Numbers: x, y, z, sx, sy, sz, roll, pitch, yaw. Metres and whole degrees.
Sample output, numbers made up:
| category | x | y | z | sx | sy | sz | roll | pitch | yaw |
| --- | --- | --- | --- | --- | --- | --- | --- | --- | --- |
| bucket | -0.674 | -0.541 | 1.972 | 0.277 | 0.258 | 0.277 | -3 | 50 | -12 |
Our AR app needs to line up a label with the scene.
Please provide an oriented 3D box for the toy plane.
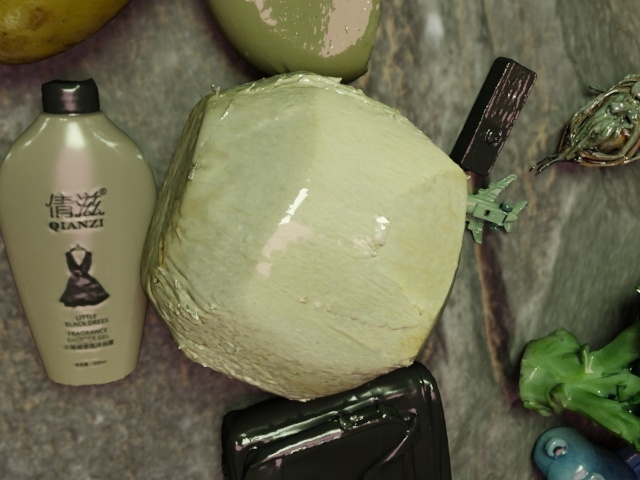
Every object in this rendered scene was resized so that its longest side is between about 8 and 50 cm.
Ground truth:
| category | x | y | z | sx | sy | sz | roll | pitch | yaw |
| --- | --- | --- | --- | --- | --- | --- | --- | --- | --- |
| toy plane | 0.164 | -0.031 | 0.713 | 0.083 | 0.033 | 0.080 | 13 | 120 | -18 |

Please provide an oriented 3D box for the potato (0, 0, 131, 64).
| category | x | y | z | sx | sy | sz | roll | pitch | yaw |
| --- | --- | --- | --- | --- | --- | --- | --- | --- | --- |
| potato | -0.160 | -0.279 | 0.469 | 0.195 | 0.176 | 0.369 | 27 | 106 | -27 |

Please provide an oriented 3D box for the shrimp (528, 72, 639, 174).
| category | x | y | z | sx | sy | sz | roll | pitch | yaw |
| --- | --- | --- | --- | --- | --- | --- | --- | --- | --- |
| shrimp | 0.288 | -0.115 | 0.699 | 0.190 | 0.075 | 0.073 | -27 | 146 | 7 |

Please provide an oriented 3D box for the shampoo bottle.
| category | x | y | z | sx | sy | sz | roll | pitch | yaw |
| --- | --- | --- | --- | --- | --- | --- | --- | --- | --- |
| shampoo bottle | -0.199 | -0.006 | 0.602 | 0.127 | 0.078 | 0.257 | -4 | 109 | -13 |

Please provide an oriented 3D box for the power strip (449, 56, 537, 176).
| category | x | y | z | sx | sy | sz | roll | pitch | yaw |
| --- | --- | --- | --- | --- | --- | --- | --- | --- | --- |
| power strip | 0.163 | -0.116 | 0.684 | 0.037 | 0.029 | 0.111 | 19 | 103 | -20 |

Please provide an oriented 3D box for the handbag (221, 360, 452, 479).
| category | x | y | z | sx | sy | sz | roll | pitch | yaw |
| --- | --- | --- | --- | --- | --- | --- | --- | --- | --- |
| handbag | 0.029 | 0.274 | 0.764 | 0.244 | 0.088 | 0.275 | -14 | 111 | -14 |

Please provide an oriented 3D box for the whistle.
| category | x | y | z | sx | sy | sz | roll | pitch | yaw |
| --- | --- | --- | --- | --- | --- | --- | --- | --- | --- |
| whistle | 0.338 | 0.309 | 0.859 | 0.180 | 0.093 | 0.269 | -41 | 120 | 3 |

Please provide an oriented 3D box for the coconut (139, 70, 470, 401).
| category | x | y | z | sx | sy | sz | roll | pitch | yaw |
| --- | --- | --- | --- | --- | --- | --- | --- | --- | --- |
| coconut | 0.000 | 0.000 | 0.563 | 0.247 | 0.245 | 0.245 | 19 | 104 | -19 |

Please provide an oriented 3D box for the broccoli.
| category | x | y | z | sx | sy | sz | roll | pitch | yaw |
| --- | --- | --- | --- | --- | --- | --- | --- | --- | --- |
| broccoli | 0.344 | 0.147 | 0.731 | 0.270 | 0.270 | 0.270 | -2 | 115 | 24 |

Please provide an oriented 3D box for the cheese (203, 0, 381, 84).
| category | x | y | z | sx | sy | sz | roll | pitch | yaw |
| --- | --- | --- | --- | --- | --- | --- | --- | --- | --- |
| cheese | -0.013 | -0.217 | 0.570 | 0.175 | 0.091 | 0.203 | -4 | 112 | -14 |
